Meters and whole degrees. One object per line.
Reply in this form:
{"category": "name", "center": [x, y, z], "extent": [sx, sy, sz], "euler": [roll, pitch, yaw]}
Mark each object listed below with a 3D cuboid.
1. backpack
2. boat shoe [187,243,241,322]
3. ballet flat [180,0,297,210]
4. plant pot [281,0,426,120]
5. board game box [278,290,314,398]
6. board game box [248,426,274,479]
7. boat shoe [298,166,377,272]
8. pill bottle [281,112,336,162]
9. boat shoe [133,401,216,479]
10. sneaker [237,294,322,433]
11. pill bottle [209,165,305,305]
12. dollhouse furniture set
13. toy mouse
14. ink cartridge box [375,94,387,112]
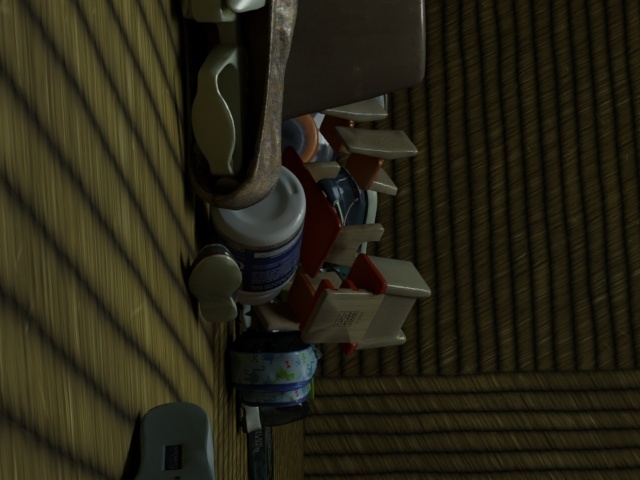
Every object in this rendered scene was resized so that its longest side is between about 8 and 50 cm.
{"category": "backpack", "center": [-0.055, 0.150, 1.549], "extent": [0.114, 0.105, 0.084], "euler": [-35, 123, -82]}
{"category": "boat shoe", "center": [-0.096, 0.032, 1.216], "extent": [0.137, 0.049, 0.043], "euler": [91, -4, -65]}
{"category": "ballet flat", "center": [-0.079, -0.177, 1.184], "extent": [0.106, 0.108, 0.315], "euler": [-34, 123, -66]}
{"category": "plant pot", "center": [-0.009, -0.232, 1.364], "extent": [0.263, 0.229, 0.263], "euler": [-1, 90, -87]}
{"category": "board game box", "center": [-0.054, 0.132, 1.772], "extent": [0.181, 0.092, 0.043], "euler": [-89, 177, -49]}
{"category": "board game box", "center": [-0.081, 0.298, 1.824], "extent": [0.126, 0.026, 0.186], "euler": [-79, 167, -81]}
{"category": "boat shoe", "center": [0.018, 0.021, 1.725], "extent": [0.095, 0.079, 0.254], "euler": [46, -40, 39]}
{"category": "pill bottle", "center": [-0.043, -0.127, 1.728], "extent": [0.246, 0.131, 0.130], "euler": [-32, 120, -88]}
{"category": "boat shoe", "center": [-0.093, 0.185, 0.867], "extent": [0.183, 0.065, 0.083], "euler": [-90, 176, -67]}
{"category": "sneaker", "center": [-0.050, 0.122, 1.661], "extent": [0.078, 0.106, 0.234], "euler": [84, 5, -80]}
{"category": "pill bottle", "center": [-0.066, -0.001, 1.346], "extent": [0.169, 0.094, 0.094], "euler": [98, -8, -61]}
{"category": "dollhouse furniture set", "center": [0.000, 0.000, 1.463], "extent": [0.259, 0.135, 0.262], "euler": [57, -47, 42]}
{"category": "toy mouse", "center": [0.003, 0.001, 1.613], "extent": [0.143, 0.031, 0.161], "euler": [-59, -137, 35]}
{"category": "ink cartridge box", "center": [-0.006, -0.324, 1.933], "extent": [0.117, 0.201, 0.278], "euler": [82, 7, -70]}
